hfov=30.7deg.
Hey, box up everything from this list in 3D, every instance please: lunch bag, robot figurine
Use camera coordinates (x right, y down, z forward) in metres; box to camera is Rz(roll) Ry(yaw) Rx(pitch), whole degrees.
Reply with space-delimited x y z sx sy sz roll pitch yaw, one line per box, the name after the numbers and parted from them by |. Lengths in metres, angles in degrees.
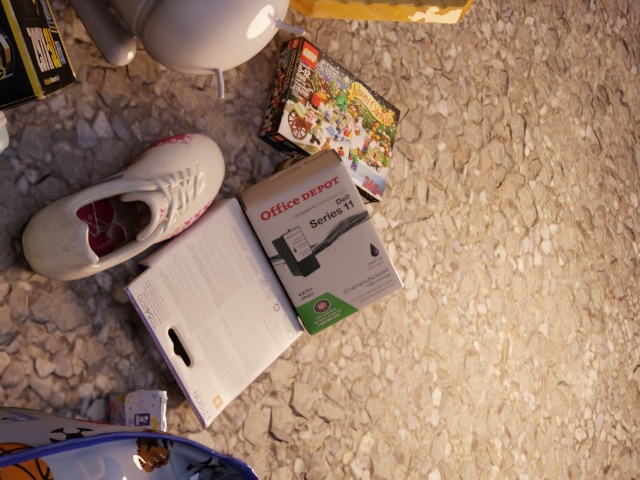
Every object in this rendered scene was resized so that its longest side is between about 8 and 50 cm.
-0.216 0.214 1.399 0.053 0.083 0.071 6 81 -46 | lunch bag
-0.171 -0.342 1.383 0.353 0.300 0.200 53 18 8 | robot figurine
-0.293 0.274 1.132 0.385 0.328 0.238 -7 95 -49 | lunch bag

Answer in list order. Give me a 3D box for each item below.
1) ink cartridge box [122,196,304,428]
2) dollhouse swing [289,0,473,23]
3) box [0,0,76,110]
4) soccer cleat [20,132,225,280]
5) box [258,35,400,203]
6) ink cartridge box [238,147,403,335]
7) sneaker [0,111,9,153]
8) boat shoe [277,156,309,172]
-0.143 0.092 1.520 0.224 0.045 0.223 -42 114 -40 | ink cartridge box
0.056 -0.489 1.523 0.347 0.305 0.315 -2 122 -26 | dollhouse swing
-0.339 -0.265 1.189 0.079 0.322 0.257 -17 101 -3 | box
-0.203 -0.042 1.402 0.331 0.143 0.116 -36 111 -43 | soccer cleat
0.018 -0.174 1.726 0.233 0.044 0.159 31 64 -40 | box
0.000 0.000 1.603 0.153 0.087 0.208 -28 110 -2 | ink cartridge box
-0.405 0.019 1.199 0.319 0.127 0.208 -47 116 -29 | sneaker
0.017 -0.025 1.683 0.080 0.073 0.223 -50 120 -38 | boat shoe
